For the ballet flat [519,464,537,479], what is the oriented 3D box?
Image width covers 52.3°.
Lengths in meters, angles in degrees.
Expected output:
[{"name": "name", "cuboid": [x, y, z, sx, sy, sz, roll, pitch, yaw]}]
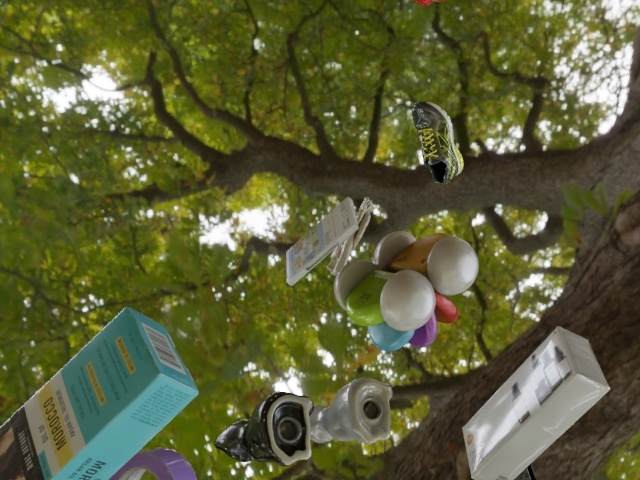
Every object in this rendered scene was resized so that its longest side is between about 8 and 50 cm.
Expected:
[{"name": "ballet flat", "cuboid": [0.448, 0.480, 1.404, 0.049, 0.173, 0.057, -14, 174, 31]}]

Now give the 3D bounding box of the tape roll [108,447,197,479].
[{"name": "tape roll", "cuboid": [-0.348, 0.525, 1.333, 0.188, 0.080, 0.189, -4, -102, 21]}]

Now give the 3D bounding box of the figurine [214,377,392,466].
[{"name": "figurine", "cuboid": [-0.027, 0.269, 0.951, 0.214, 0.209, 0.093, -3, -108, -31]}]

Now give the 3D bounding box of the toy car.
[{"name": "toy car", "cuboid": [0.120, 0.074, 0.861, 0.182, 0.136, 0.159, -34, -158, -25]}]

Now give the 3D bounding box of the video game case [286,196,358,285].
[{"name": "video game case", "cuboid": [0.000, 0.000, 0.881, 0.122, 0.011, 0.087, -41, -157, 17]}]

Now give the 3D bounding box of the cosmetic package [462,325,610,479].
[{"name": "cosmetic package", "cuboid": [0.296, 0.242, 0.931, 0.060, 0.239, 0.099, 25, -150, -11]}]

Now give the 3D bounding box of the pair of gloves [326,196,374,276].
[{"name": "pair of gloves", "cuboid": [0.071, -0.007, 1.602, 0.042, 0.240, 0.204, 27, -91, 0]}]

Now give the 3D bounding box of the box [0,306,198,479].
[{"name": "box", "cuboid": [-0.238, 0.186, 0.626, 0.244, 0.060, 0.100, -44, -131, 1]}]

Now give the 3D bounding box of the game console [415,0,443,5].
[{"name": "game console", "cuboid": [0.201, -0.369, 0.496, 0.060, 0.387, 0.342, 25, -171, -18]}]

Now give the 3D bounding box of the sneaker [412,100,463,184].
[{"name": "sneaker", "cuboid": [0.107, -0.089, 0.602, 0.031, 0.083, 0.035, -10, -149, 43]}]
